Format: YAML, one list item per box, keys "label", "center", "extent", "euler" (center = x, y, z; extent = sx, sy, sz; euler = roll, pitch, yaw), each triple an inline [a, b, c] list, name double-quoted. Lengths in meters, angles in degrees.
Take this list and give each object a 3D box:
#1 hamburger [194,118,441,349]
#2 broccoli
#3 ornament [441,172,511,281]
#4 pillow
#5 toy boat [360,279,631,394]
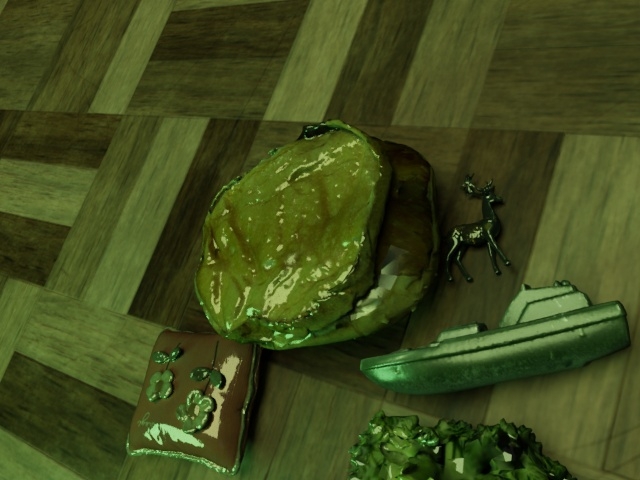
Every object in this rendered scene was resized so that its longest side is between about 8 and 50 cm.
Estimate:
- label: "hamburger"
  center: [-0.001, -0.002, 0.748]
  extent: [0.284, 0.134, 0.266]
  euler: [-14, 62, 33]
- label: "broccoli"
  center: [0.115, 0.235, 0.530]
  extent: [0.198, 0.176, 0.226]
  euler: [-31, 75, 0]
- label: "ornament"
  center: [0.166, -0.018, 0.713]
  extent: [0.073, 0.028, 0.125]
  euler: [-16, 62, 26]
- label: "pillow"
  center: [-0.157, 0.184, 0.792]
  extent: [0.179, 0.075, 0.171]
  euler: [-4, 65, 32]
- label: "toy boat"
  center: [0.157, 0.096, 0.629]
  extent: [0.260, 0.078, 0.085]
  euler: [-18, 76, 24]
